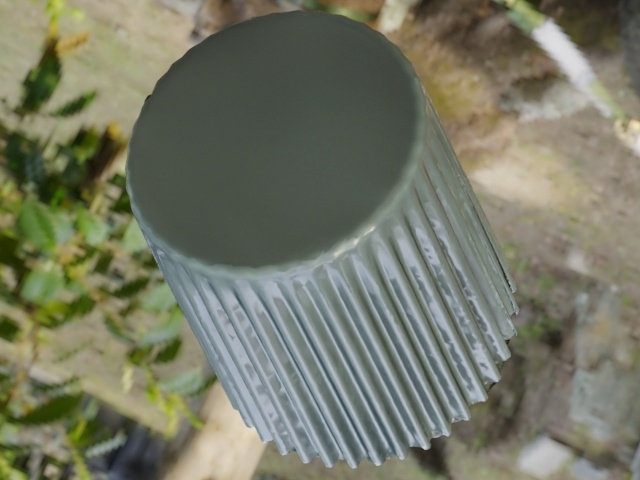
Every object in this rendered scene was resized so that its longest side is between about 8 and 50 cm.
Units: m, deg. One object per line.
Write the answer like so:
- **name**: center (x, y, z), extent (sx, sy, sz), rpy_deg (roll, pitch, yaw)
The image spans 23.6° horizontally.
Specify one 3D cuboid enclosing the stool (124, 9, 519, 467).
- **stool**: center (0.000, 0.000, 1.314), extent (0.297, 0.297, 0.330), rpy_deg (19, 158, 25)
